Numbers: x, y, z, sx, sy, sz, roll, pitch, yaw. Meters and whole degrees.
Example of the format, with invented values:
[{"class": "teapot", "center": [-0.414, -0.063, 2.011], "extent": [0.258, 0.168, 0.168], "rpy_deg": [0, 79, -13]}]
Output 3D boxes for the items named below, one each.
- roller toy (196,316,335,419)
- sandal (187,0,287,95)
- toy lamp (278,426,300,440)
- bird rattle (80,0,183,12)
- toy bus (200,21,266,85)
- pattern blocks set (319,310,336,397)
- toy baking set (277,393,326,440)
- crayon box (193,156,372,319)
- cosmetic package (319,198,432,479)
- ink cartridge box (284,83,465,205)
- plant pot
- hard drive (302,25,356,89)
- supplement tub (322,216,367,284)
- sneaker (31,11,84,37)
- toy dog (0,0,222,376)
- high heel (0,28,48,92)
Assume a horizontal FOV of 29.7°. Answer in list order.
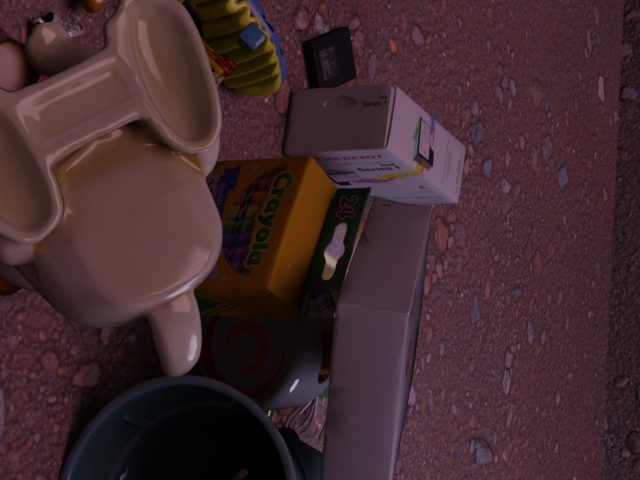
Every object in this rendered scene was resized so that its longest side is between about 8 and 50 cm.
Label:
[{"class": "roller toy", "center": [-0.073, 0.156, 1.792], "extent": [0.191, 0.209, 0.146], "rpy_deg": [55, 23, 21]}, {"class": "sandal", "center": [-0.127, -0.356, 1.781], "extent": [0.317, 0.126, 0.138], "rpy_deg": [66, 35, -36]}, {"class": "toy lamp", "center": [-0.011, 0.417, 2.007], "extent": [0.274, 0.080, 0.080], "rpy_deg": [57, 44, -41]}, {"class": "bird rattle", "center": [-0.261, -0.408, 1.550], "extent": [0.207, 0.143, 0.253], "rpy_deg": [-41, 127, -24]}, {"class": "toy bus", "center": [-0.189, -0.243, 1.683], "extent": [0.104, 0.202, 0.191], "rpy_deg": [46, 53, -9]}, {"class": "pattern blocks set", "center": [0.036, 0.118, 2.124], "extent": [0.285, 0.026, 0.324], "rpy_deg": [19, 75, -52]}, {"class": "toy baking set", "center": [-0.012, 0.227, 1.962], "extent": [0.197, 0.030, 0.256], "rpy_deg": [-44, 135, 2]}, {"class": "crayon box", "center": [-0.112, -0.005, 1.606], "extent": [0.083, 0.323, 0.203], "rpy_deg": [50, 49, -47]}, {"class": "cosmetic package", "center": [0.078, 0.140, 1.601], "extent": [0.377, 0.097, 0.284], "rpy_deg": [-67, 161, -67]}, {"class": "ink cartridge box", "center": [0.096, -0.156, 2.060], "extent": [0.278, 0.201, 0.117], "rpy_deg": [30, 64, -54]}, {"class": "plant pot", "center": [-0.120, 0.375, 1.620], "extent": [0.334, 0.341, 0.341], "rpy_deg": [34, 62, -62]}, {"class": "hard drive", "center": [0.018, -0.314, 2.105], "extent": [0.135, 0.022, 0.094], "rpy_deg": [-34, 118, -53]}, {"class": "supplement tub", "center": [0.000, 0.000, 1.938], "extent": [0.200, 0.144, 0.144], "rpy_deg": [34, 61, -44]}, {"class": "sneaker", "center": [-0.331, -0.271, 1.526], "extent": [0.083, 0.032, 0.037], "rpy_deg": [-28, 114, -56]}, {"class": "toy dog", "center": [-0.257, -0.053, 1.311], "extent": [0.284, 0.408, 0.395], "rpy_deg": [-41, 105, -21]}, {"class": "high heel", "center": [-0.358, -0.211, 1.401], "extent": [0.244, 0.117, 0.082], "rpy_deg": [20, 73, -57]}]
